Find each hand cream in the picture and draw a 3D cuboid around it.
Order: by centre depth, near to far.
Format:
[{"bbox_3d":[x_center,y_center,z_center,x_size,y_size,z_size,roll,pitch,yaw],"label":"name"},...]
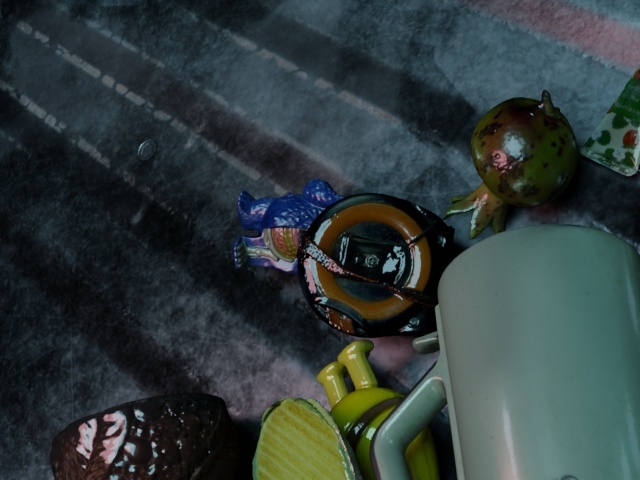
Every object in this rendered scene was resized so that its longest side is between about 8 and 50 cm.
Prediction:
[{"bbox_3d":[0.456,-0.218,1.499,0.095,0.059,0.276,34,93,42],"label":"hand cream"}]

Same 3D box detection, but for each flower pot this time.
[{"bbox_3d":[-0.227,0.380,1.554,0.267,0.267,0.267,-26,65,22],"label":"flower pot"}]

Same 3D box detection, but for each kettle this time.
[{"bbox_3d":[0.223,0.215,1.270,0.361,0.250,0.376,-16,50,19],"label":"kettle"}]

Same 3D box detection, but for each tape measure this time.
[{"bbox_3d":[0.077,0.037,1.535,0.223,0.135,0.202,8,81,-2],"label":"tape measure"}]

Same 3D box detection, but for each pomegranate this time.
[{"bbox_3d":[0.253,-0.101,1.522,0.220,0.156,0.156,-40,51,18],"label":"pomegranate"}]

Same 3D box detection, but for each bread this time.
[{"bbox_3d":[-0.010,0.339,1.429,0.301,0.045,0.301,22,115,57],"label":"bread"}]

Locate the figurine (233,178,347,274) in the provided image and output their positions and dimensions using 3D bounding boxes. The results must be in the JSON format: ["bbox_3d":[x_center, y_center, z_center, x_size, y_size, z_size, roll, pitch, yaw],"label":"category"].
[{"bbox_3d":[-0.004,-0.008,1.680,0.262,0.121,0.164,15,88,20],"label":"figurine"}]

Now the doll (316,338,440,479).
[{"bbox_3d":[0.085,0.300,1.438,0.199,0.145,0.363,-51,48,38],"label":"doll"}]
